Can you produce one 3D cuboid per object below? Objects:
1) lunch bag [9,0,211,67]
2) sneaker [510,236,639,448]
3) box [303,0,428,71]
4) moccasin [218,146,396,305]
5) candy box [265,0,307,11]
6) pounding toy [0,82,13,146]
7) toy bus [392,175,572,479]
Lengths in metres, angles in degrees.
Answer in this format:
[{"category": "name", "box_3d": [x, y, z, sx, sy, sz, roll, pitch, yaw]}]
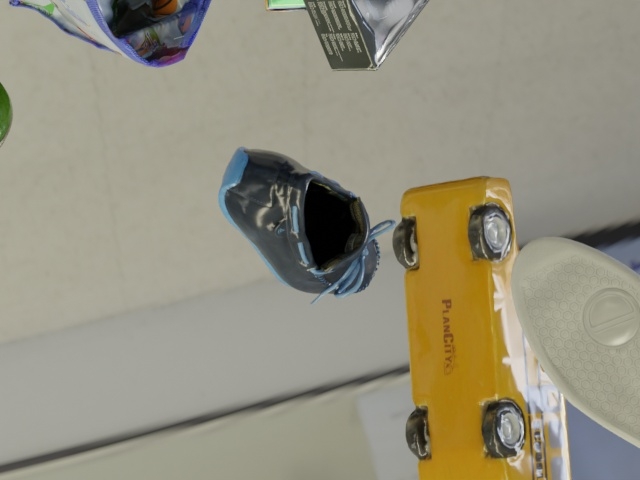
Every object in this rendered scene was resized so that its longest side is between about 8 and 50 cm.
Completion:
[{"category": "lunch bag", "box_3d": [-0.251, -0.388, 1.699, 0.239, 0.328, 0.385, -24, 124, -31]}, {"category": "sneaker", "box_3d": [0.268, 0.107, 1.312, 0.104, 0.296, 0.147, -50, 170, 11]}, {"category": "box", "box_3d": [0.012, -0.107, 0.552, 0.018, 0.067, 0.083, 3, 131, 34]}, {"category": "moccasin", "box_3d": [0.000, 0.000, 1.945, 0.117, 0.137, 0.342, 13, 172, 27]}, {"category": "candy box", "box_3d": [0.004, -0.438, 1.799, 0.122, 0.268, 0.317, -1, 122, 12]}, {"category": "pounding toy", "box_3d": [-0.372, -0.101, 1.357, 0.237, 0.183, 0.110, -31, 128, -16]}, {"category": "toy bus", "box_3d": [0.156, 0.112, 1.596, 0.108, 0.332, 0.130, -9, 172, 43]}]
